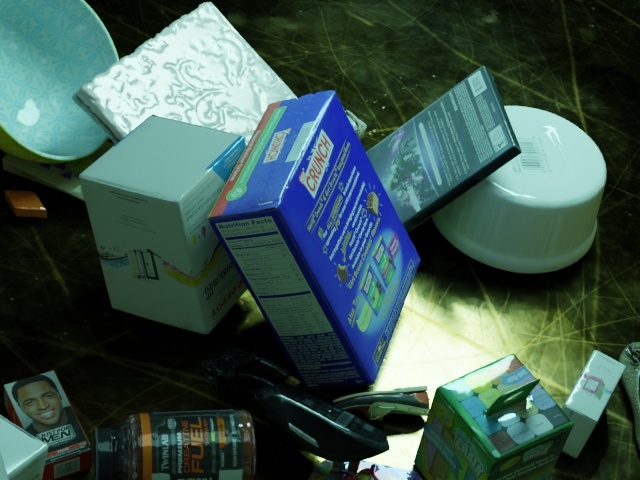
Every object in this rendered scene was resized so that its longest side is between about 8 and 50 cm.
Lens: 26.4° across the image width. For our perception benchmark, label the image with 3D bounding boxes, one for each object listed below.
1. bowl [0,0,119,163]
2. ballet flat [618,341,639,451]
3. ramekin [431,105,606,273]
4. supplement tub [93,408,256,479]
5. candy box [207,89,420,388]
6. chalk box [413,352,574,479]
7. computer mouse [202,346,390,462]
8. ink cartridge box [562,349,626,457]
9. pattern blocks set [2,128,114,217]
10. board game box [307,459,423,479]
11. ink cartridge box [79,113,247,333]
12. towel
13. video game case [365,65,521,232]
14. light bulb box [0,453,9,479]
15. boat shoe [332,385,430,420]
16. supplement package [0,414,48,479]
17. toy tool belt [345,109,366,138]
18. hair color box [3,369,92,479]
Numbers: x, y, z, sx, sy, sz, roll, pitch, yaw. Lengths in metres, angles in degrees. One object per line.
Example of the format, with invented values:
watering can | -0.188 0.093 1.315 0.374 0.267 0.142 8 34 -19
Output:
bowl | -0.460 -0.246 2.091 0.156 0.289 0.289 -14 26 40
ballet flat | 0.477 0.239 1.913 0.084 0.058 0.250 0 44 -10
ramekin | 0.318 -0.091 2.168 0.277 0.135 0.277 6 44 -6
supplement tub | -0.184 0.267 1.716 0.198 0.106 0.106 -1 45 -12
candy box | 0.000 0.000 1.875 0.122 0.317 0.268 -8 35 28
chalk box | 0.222 0.244 1.743 0.132 0.213 0.132 -18 51 -27
computer mouse | -0.034 0.224 1.800 0.262 0.060 0.184 26 6 2
ink cartridge box | 0.365 0.226 1.882 0.052 0.088 0.122 29 47 14
pattern blocks set | -0.393 -0.125 2.135 0.325 0.026 0.285 31 47 21
board game box | 0.065 0.329 1.754 0.169 0.033 0.133 12 43 1
ink cartridge box | -0.199 -0.022 1.899 0.168 0.232 0.171 15 42 27
towel | -0.179 -0.186 2.142 0.317 0.053 0.332 48 50 0
video game case | 0.172 -0.127 2.115 0.026 0.274 0.196 35 29 -37
light bulb box | -0.522 0.257 1.358 0.358 0.225 0.361 -22 83 18
boat shoe | 0.084 0.224 1.860 0.137 0.049 0.043 -4 85 -16
supplement package | -0.490 0.273 1.592 0.262 0.145 0.204 28 34 18
toy tool belt | 0.031 -0.192 2.275 0.083 0.052 0.051 32 39 21
hair color box | -0.351 0.239 1.755 0.072 0.043 0.141 -16 49 -25
